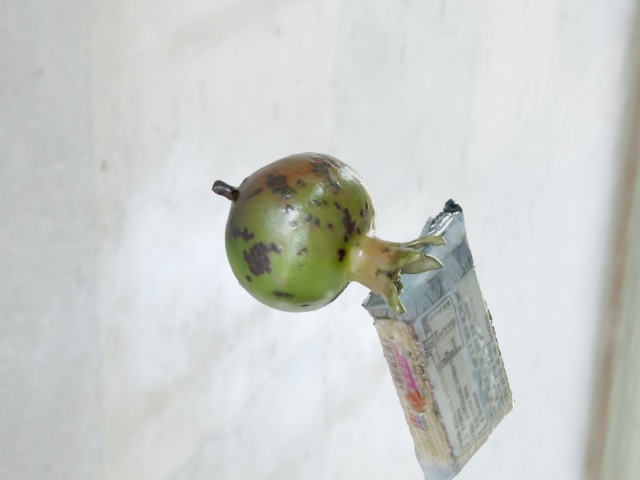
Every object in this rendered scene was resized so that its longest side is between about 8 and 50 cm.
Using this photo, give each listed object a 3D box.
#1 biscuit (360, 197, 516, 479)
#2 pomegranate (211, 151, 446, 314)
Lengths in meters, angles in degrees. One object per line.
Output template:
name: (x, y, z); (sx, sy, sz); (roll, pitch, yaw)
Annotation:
biscuit: (0.144, 0.126, 1.741); (0.186, 0.079, 0.309); (-44, 126, -35)
pomegranate: (0.006, -0.003, 1.433); (0.156, 0.220, 0.156); (-17, 112, -49)
